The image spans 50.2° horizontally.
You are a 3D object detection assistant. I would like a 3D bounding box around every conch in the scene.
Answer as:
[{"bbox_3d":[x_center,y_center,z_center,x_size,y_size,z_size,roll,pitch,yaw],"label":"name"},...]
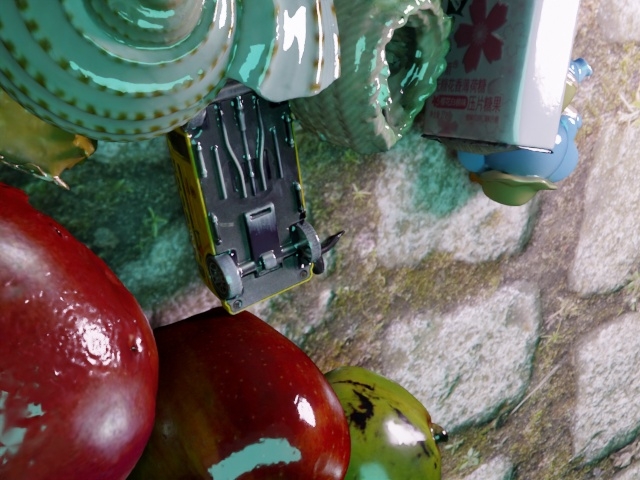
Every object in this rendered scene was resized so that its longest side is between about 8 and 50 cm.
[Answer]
[{"bbox_3d":[-0.135,-0.221,0.574,0.302,0.319,0.215,-11,127,-22],"label":"conch"}]

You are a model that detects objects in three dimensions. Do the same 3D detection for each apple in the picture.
[{"bbox_3d":[-0.112,0.238,0.856,0.288,0.317,0.288,-15,126,-22],"label":"apple"}]

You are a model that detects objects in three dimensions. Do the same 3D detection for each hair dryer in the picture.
[{"bbox_3d":[0.000,0.000,1.017,0.083,0.031,0.079,-41,116,-26],"label":"hair dryer"}]

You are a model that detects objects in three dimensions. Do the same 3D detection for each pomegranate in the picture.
[{"bbox_3d":[0.022,0.327,1.036,0.340,0.260,0.261,-9,116,0],"label":"pomegranate"}]

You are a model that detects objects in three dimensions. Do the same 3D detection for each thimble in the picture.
[{"bbox_3d":[0.054,-0.223,0.842,0.219,0.150,0.219,-37,141,-38],"label":"thimble"}]

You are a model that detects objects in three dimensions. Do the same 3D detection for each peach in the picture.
[{"bbox_3d":[-0.378,0.111,0.667,0.416,0.339,0.353,25,58,-34],"label":"peach"}]

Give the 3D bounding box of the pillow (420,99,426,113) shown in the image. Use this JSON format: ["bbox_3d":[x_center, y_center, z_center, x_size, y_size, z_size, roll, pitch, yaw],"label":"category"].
[{"bbox_3d":[0.170,-0.241,1.006,0.217,0.033,0.130,4,103,-31],"label":"pillow"}]

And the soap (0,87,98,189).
[{"bbox_3d":[-0.308,-0.247,0.652,0.338,0.169,0.304,25,106,-35],"label":"soap"}]

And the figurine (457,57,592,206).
[{"bbox_3d":[0.329,-0.176,1.049,0.180,0.154,0.262,7,119,-46],"label":"figurine"}]

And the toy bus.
[{"bbox_3d":[-0.106,-0.087,0.841,0.144,0.152,0.330,-23,121,-26],"label":"toy bus"}]

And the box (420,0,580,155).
[{"bbox_3d":[0.241,-0.298,0.903,0.112,0.190,0.370,2,99,-31],"label":"box"}]
